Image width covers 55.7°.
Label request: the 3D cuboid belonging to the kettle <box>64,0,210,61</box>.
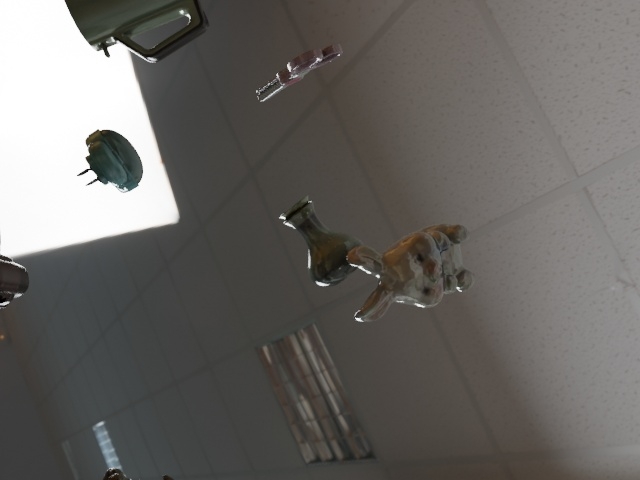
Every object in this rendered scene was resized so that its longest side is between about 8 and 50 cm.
[{"bbox_3d":[-0.568,-0.734,1.898,0.250,0.376,0.361,62,7,-82],"label":"kettle"}]

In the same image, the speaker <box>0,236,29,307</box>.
[{"bbox_3d":[-0.857,0.047,1.482,0.259,0.198,0.329,57,-5,0],"label":"speaker"}]

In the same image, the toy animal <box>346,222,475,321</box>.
[{"bbox_3d":[0.218,0.075,1.557,0.241,0.367,0.196,-9,-83,41],"label":"toy animal"}]

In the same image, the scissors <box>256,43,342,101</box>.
[{"bbox_3d":[-0.061,-0.339,1.244,0.242,0.118,0.031,-16,-81,49],"label":"scissors"}]

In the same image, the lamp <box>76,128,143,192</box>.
[{"bbox_3d":[-0.630,-0.241,1.838,0.209,0.147,0.284,55,11,-14],"label":"lamp"}]

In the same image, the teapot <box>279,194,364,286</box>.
[{"bbox_3d":[0.000,0.000,1.719,0.251,0.183,0.183,51,-36,-2],"label":"teapot"}]

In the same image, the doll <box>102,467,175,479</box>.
[{"bbox_3d":[-0.313,0.535,1.276,0.285,0.091,0.202,24,-15,-7],"label":"doll"}]
